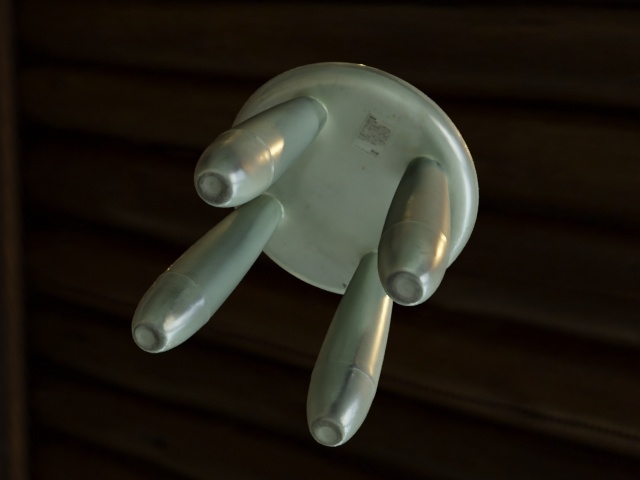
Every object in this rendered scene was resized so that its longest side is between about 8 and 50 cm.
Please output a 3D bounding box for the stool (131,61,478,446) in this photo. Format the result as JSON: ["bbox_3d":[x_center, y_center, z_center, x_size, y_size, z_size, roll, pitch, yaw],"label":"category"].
[{"bbox_3d":[0.000,0.000,1.268,0.195,0.199,0.195,27,-55,0],"label":"stool"}]
